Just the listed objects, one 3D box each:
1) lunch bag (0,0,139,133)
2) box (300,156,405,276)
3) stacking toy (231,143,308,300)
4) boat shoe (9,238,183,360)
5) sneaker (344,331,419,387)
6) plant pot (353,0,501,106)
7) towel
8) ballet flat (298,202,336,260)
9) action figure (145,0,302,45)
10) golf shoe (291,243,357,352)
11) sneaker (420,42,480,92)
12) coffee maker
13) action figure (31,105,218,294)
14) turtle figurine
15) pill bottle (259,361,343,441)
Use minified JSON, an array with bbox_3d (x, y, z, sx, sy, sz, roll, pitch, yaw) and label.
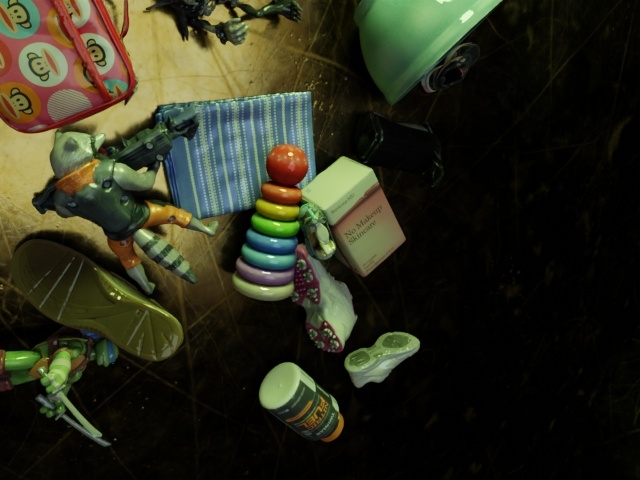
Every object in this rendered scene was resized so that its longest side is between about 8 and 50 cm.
[{"bbox_3d":[-0.426,-0.337,0.733,0.258,0.120,0.293,-24,119,-8],"label":"lunch bag"},{"bbox_3d":[0.077,-0.054,1.106,0.149,0.127,0.232,-41,128,-10],"label":"box"},{"bbox_3d":[-0.099,-0.043,1.009,0.141,0.141,0.330,2,109,-29],"label":"stacking toy"},{"bbox_3d":[-0.419,0.120,0.894,0.341,0.110,0.121,35,79,-5],"label":"boat shoe"},{"bbox_3d":[0.180,0.346,1.349,0.232,0.090,0.115,-19,122,-12],"label":"sneaker"},{"bbox_3d":[0.194,-0.457,0.978,0.293,0.293,0.196,-43,95,-9],"label":"plant pot"},{"bbox_3d":[-0.161,-0.180,1.000,0.336,0.040,0.243,-15,114,-24],"label":"towel"},{"bbox_3d":[0.000,0.000,1.016,0.070,0.070,0.188,-41,141,-11],"label":"ballet flat"},{"bbox_3d":[-0.169,-0.448,0.844,0.276,0.141,0.163,-19,127,-24],"label":"action figure"},{"bbox_3d":[0.005,0.129,1.173,0.140,0.115,0.306,-41,121,-41],"label":"golf shoe"},{"bbox_3d":[0.339,-0.423,1.163,0.178,0.077,0.072,-43,123,-10],"label":"sneaker"},{"bbox_3d":[0.185,-0.219,1.095,0.178,0.171,0.120,4,121,-28],"label":"coffee maker"},{"bbox_3d":[-0.320,-0.080,0.843,0.341,0.178,0.330,-37,130,4],"label":"action figure"},{"bbox_3d":[-0.520,0.278,0.858,0.267,0.198,0.274,3,86,-19],"label":"turtle figurine"},{"bbox_3d":[-0.038,0.434,1.225,0.130,0.130,0.245,-46,122,-8],"label":"pill bottle"}]
